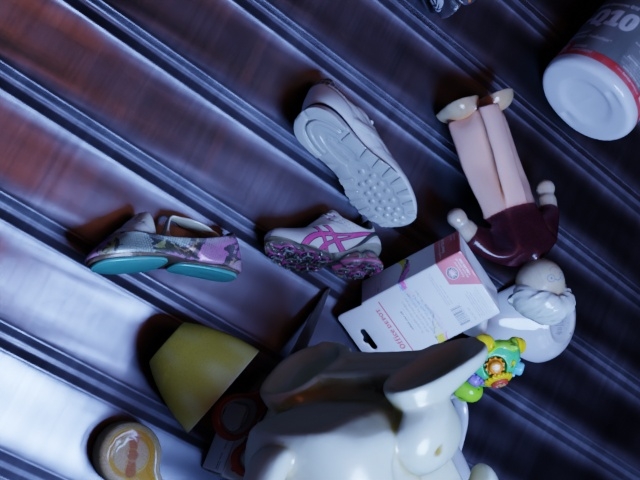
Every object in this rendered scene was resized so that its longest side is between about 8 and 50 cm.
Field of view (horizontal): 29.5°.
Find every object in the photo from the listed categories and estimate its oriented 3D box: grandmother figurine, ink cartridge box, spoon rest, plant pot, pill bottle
[{"bbox_3d":[0.270,-0.040,1.733,0.208,0.104,0.342,-17,82,-23],"label":"grandmother figurine"},{"bbox_3d":[0.134,0.087,1.687,0.198,0.067,0.115,-28,113,16],"label":"ink cartridge box"},{"bbox_3d":[0.296,0.116,1.835,0.276,0.084,0.137,6,90,-47],"label":"spoon rest"},{"bbox_3d":[-0.155,0.157,1.512,0.095,0.134,0.134,42,68,1],"label":"plant pot"},{"bbox_3d":[0.486,-0.302,1.881,0.283,0.161,0.161,-47,115,-23],"label":"pill bottle"},{"bbox_3d":[-0.074,0.280,1.599,0.135,0.056,0.099,30,75,-30],"label":"ink cartridge box"}]

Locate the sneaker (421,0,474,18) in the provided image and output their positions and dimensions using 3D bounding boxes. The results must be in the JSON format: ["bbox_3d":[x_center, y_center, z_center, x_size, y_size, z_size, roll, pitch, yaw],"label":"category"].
[{"bbox_3d":[0.122,-0.378,1.661,0.321,0.125,0.180,-31,107,-28],"label":"sneaker"}]

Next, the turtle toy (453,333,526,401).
[{"bbox_3d":[0.235,0.183,1.725,0.095,0.130,0.066,7,56,-39],"label":"turtle toy"}]

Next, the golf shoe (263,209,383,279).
[{"bbox_3d":[0.000,0.000,1.639,0.186,0.067,0.086,10,64,-36],"label":"golf shoe"}]

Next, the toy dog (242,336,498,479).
[{"bbox_3d":[0.083,0.361,1.451,0.395,0.285,0.407,-41,118,-59],"label":"toy dog"}]

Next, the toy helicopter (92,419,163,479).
[{"bbox_3d":[-0.198,0.394,1.505,0.235,0.140,0.355,-26,95,-21],"label":"toy helicopter"}]

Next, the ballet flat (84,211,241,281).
[{"bbox_3d":[-0.195,0.006,1.508,0.222,0.077,0.079,6,71,-38],"label":"ballet flat"}]

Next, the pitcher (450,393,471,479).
[{"bbox_3d":[0.166,0.320,1.731,0.178,0.125,0.207,2,79,-48],"label":"pitcher"}]

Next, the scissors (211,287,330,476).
[{"bbox_3d":[-0.041,0.185,1.596,0.109,0.021,0.297,54,47,-12],"label":"scissors"}]

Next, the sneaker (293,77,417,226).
[{"bbox_3d":[0.061,-0.117,1.653,0.235,0.090,0.094,51,32,-26],"label":"sneaker"}]
